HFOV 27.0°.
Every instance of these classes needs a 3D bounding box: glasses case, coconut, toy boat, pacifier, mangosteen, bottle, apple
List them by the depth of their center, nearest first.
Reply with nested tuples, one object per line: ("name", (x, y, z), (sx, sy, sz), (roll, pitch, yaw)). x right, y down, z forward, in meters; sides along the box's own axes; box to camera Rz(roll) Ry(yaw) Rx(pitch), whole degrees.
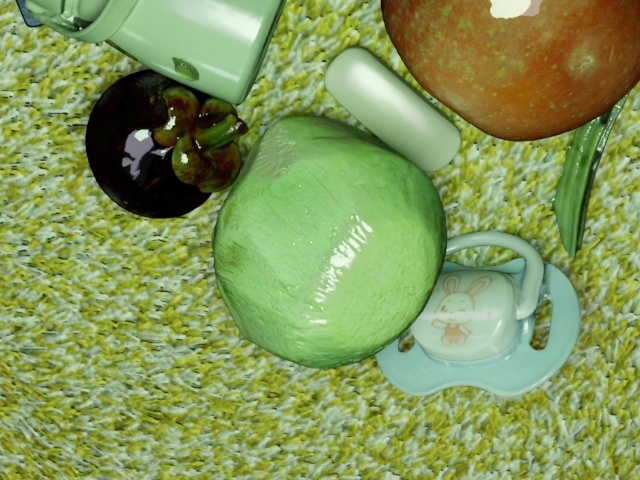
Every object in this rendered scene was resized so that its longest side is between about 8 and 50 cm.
("apple", (0.229, -0.284, 1.529), (0.348, 0.348, 0.277), (45, 118, -12))
("bottle", (-0.216, -0.322, 1.610), (0.352, 0.229, 0.229), (23, 111, -4))
("coconut", (0.000, 0.000, 1.688), (0.281, 0.328, 0.328), (-1, 115, -32))
("mangosteen", (-0.187, -0.121, 1.695), (0.230, 0.194, 0.194), (5, 115, 37))
("toy boat", (0.352, -0.120, 1.714), (0.055, 0.093, 0.293), (22, 112, 15))
("glasses case", (-0.379, -0.317, 1.730), (0.033, 0.023, 0.083), (-15, 107, 15))
("glasses case", (0.094, -0.169, 1.734), (0.204, 0.051, 0.081), (41, 107, -11))
("pacifier", (0.220, 0.124, 1.789), (0.287, 0.238, 0.226), (-5, 144, 24))
